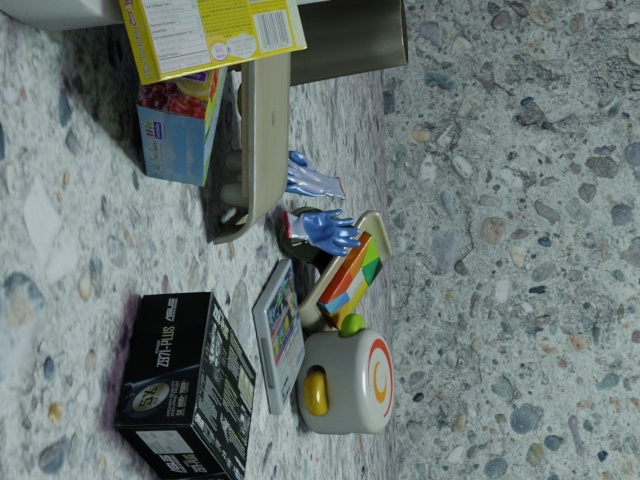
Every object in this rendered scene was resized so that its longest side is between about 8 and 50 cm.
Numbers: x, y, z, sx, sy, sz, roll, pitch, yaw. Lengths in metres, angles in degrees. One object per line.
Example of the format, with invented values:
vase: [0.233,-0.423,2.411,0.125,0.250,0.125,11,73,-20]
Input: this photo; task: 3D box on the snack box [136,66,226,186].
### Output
snack box: [-0.128,-0.182,0.861,0.174,0.070,0.207,116,-15,-70]

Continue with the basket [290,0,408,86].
basket: [0.043,-0.376,1.589,0.204,0.227,0.154,-79,161,-51]

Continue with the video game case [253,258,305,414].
video game case: [-0.064,0.151,1.388,0.201,0.023,0.183,-64,149,-67]

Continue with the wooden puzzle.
wooden puzzle: [0.052,0.079,1.600,0.238,0.044,0.221,-51,157,-11]

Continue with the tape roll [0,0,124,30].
tape roll: [-0.214,-0.363,0.669,0.392,0.072,0.392,-4,90,-79]

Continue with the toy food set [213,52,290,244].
toy food set: [-0.107,-0.166,1.157,0.220,0.092,0.306,-56,149,-74]

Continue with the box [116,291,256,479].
box: [-0.131,0.161,0.888,0.180,0.078,0.147,72,18,-53]

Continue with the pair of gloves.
pair of gloves: [-0.009,-0.065,1.442,0.159,0.023,0.198,11,54,-38]

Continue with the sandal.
sandal: [0.000,-0.002,1.576,0.120,0.086,0.303,-54,150,-4]

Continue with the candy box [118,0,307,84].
candy box: [-0.090,-0.205,0.754,0.206,0.027,0.105,-27,106,-50]

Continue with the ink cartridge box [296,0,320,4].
ink cartridge box: [0.036,-0.519,1.395,0.131,0.306,0.226,-77,160,-59]

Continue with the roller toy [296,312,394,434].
roller toy: [0.041,0.259,1.563,0.209,0.146,0.191,-75,150,-43]
